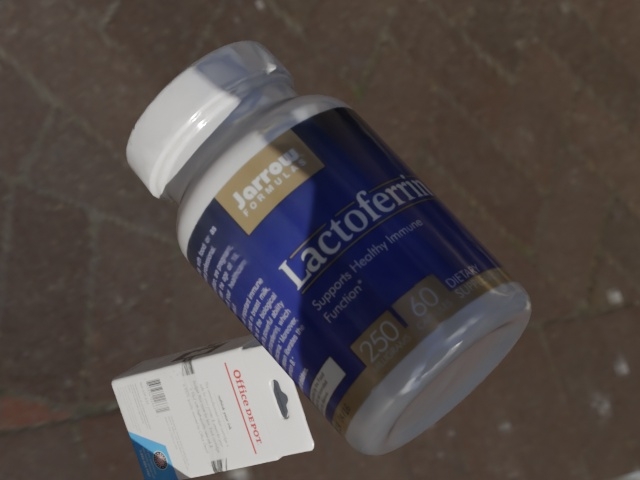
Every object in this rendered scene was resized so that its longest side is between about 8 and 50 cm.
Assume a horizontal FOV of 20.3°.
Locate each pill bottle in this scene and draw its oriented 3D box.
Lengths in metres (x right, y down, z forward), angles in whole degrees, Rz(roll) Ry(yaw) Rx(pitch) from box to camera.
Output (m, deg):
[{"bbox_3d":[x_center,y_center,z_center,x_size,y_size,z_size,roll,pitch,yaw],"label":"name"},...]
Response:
[{"bbox_3d":[0.000,0.000,1.187,0.264,0.153,0.153,47,38,17],"label":"pill bottle"}]

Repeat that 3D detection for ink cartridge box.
[{"bbox_3d":[-0.082,0.144,1.567,0.060,0.180,0.104,-28,101,-60],"label":"ink cartridge box"}]
